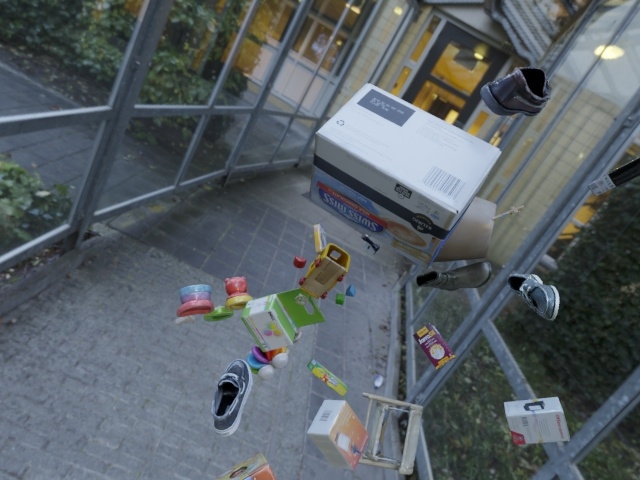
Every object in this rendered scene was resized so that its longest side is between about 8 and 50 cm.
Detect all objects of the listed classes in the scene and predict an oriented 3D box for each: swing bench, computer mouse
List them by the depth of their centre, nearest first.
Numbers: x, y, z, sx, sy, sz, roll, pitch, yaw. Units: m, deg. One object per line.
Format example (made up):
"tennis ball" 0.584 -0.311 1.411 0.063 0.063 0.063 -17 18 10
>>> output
"swing bench" 0.275 0.760 1.785 0.254 0.253 0.165 13 -15 0
"computer mouse" 0.237 0.036 2.172 0.106 0.042 0.193 43 -9 16

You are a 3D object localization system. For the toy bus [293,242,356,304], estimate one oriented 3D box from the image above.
"toy bus" 0.009 0.102 1.439 0.202 0.191 0.104 -2 35 17

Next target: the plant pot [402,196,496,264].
"plant pot" 0.462 -0.052 1.600 0.280 0.323 0.323 10 12 21

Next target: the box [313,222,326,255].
"box" 0.000 0.000 1.779 0.081 0.028 0.136 54 25 -59

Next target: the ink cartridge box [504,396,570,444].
"ink cartridge box" 0.723 0.606 1.512 0.072 0.175 0.128 -54 127 -64

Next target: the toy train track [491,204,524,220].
"toy train track" 0.489 -0.068 1.176 0.014 0.083 0.048 63 15 -15

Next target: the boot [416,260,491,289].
"boot" 0.468 0.133 1.604 0.161 0.246 0.084 6 68 -29

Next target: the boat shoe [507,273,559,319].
"boat shoe" 0.743 0.191 1.589 0.099 0.116 0.319 9 14 6

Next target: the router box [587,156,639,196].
"router box" 0.870 -0.196 1.267 0.133 0.179 0.046 -21 79 -36

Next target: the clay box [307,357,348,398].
"clay box" 0.044 0.650 2.121 0.222 0.053 0.127 39 -10 -8

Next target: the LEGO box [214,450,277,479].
"LEGO box" -0.173 0.878 1.366 0.193 0.500 0.373 -24 76 -18

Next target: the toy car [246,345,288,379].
"toy car" -0.238 0.488 1.922 0.159 0.182 0.136 48 -3 44

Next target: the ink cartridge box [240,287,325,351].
"ink cartridge box" -0.135 0.293 1.677 0.097 0.255 0.189 -76 144 -57

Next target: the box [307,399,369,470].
"box" 0.059 0.611 1.422 0.170 0.091 0.130 58 42 -20

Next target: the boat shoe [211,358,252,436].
"boat shoe" -0.300 0.494 1.506 0.108 0.102 0.301 -2 30 7

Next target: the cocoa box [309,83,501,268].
"cocoa box" 0.178 -0.149 1.045 0.347 0.228 0.231 32 59 15

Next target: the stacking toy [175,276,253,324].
"stacking toy" -0.472 0.251 1.925 0.308 0.279 0.131 1 65 -35

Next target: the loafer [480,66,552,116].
"loafer" 0.485 -0.353 1.046 0.302 0.095 0.109 -22 78 -41

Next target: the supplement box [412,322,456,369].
"supplement box" 0.532 0.493 2.109 0.188 0.104 0.081 56 11 24

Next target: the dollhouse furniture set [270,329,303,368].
"dollhouse furniture set" -0.195 0.482 2.152 0.129 0.129 0.184 41 42 -11
